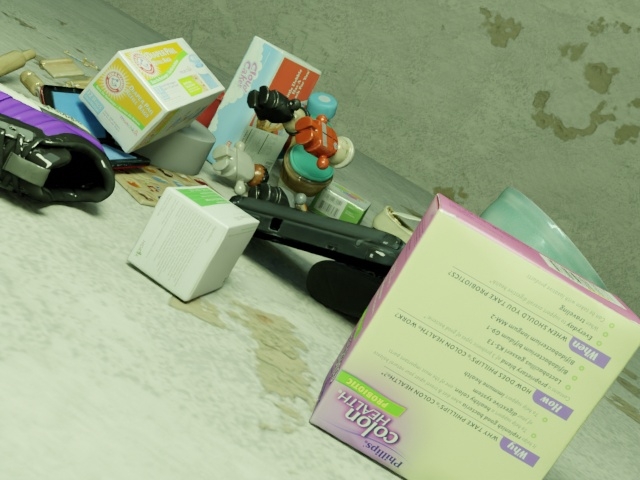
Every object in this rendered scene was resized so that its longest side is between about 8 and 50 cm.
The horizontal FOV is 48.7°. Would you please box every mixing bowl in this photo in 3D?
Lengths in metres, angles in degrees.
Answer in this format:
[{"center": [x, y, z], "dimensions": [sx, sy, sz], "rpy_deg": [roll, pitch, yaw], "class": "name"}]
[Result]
[{"center": [-0.291, -0.321, 1.666], "dimensions": [0.181, 0.098, 0.181], "rpy_deg": [29, 13, -7], "class": "mixing bowl"}]

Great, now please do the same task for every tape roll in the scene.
[{"center": [-0.301, -0.202, 1.272], "dimensions": [0.219, 0.072, 0.219], "rpy_deg": [29, 13, -7], "class": "tape roll"}]

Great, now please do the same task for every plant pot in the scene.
[{"center": [0.368, 0.073, 1.325], "dimensions": [0.293, 0.196, 0.293], "rpy_deg": [51, 5, -6], "class": "plant pot"}]

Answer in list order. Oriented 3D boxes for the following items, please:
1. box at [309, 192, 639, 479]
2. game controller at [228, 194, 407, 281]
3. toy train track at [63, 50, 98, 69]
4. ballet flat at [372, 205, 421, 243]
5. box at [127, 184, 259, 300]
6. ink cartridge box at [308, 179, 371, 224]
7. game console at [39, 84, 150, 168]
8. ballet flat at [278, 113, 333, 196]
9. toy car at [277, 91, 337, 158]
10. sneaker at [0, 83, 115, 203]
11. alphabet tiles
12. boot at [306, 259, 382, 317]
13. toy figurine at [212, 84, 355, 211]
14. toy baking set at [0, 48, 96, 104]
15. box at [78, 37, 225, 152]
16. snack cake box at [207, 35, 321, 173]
[{"center": [0.145, 0.115, 0.695], "dimensions": [0.214, 0.243, 0.117], "rpy_deg": [30, 13, 2], "class": "box"}, {"center": [0.000, 0.000, 1.008], "dimensions": [0.319, 0.067, 0.166], "rpy_deg": [16, -3, 31], "class": "game controller"}, {"center": [-0.563, -0.429, 1.669], "dimensions": [0.083, 0.014, 0.048], "rpy_deg": [26, 14, -14], "class": "toy train track"}, {"center": [0.239, -0.001, 1.659], "dimensions": [0.248, 0.086, 0.086], "rpy_deg": [32, 14, 5], "class": "ballet flat"}, {"center": [-0.143, 0.000, 0.809], "dimensions": [0.087, 0.102, 0.101], "rpy_deg": [34, 13, 10], "class": "box"}, {"center": [0.051, -0.082, 1.597], "dimensions": [0.109, 0.062, 0.209], "rpy_deg": [31, 13, 4], "class": "ink cartridge box"}, {"center": [-0.324, -0.164, 1.034], "dimensions": [0.124, 0.085, 0.144], "rpy_deg": [23, 15, 14], "class": "game console"}, {"center": [-0.039, -0.160, 1.518], "dimensions": [0.116, 0.124, 0.342], "rpy_deg": [29, 28, -14], "class": "ballet flat"}, {"center": [-0.109, -0.251, 1.705], "dimensions": [0.210, 0.219, 0.238], "rpy_deg": [37, 44, 23], "class": "toy car"}, {"center": [-0.346, -0.107, 0.769], "dimensions": [0.293, 0.102, 0.146], "rpy_deg": [14, 21, -49], "class": "sneaker"}, {"center": [-0.217, -0.069, 1.108], "dimensions": [0.198, 0.009, 0.237], "rpy_deg": [40, 17, 34], "class": "alphabet tiles"}, {"center": [0.110, 0.082, 1.057], "dimensions": [0.236, 0.085, 0.178], "rpy_deg": [25, 14, 11], "class": "boot"}, {"center": [-0.068, -0.151, 1.287], "dimensions": [0.213, 0.209, 0.148], "rpy_deg": [38, 9, 35], "class": "toy figurine"}, {"center": [-0.438, -0.249, 1.114], "dimensions": [0.197, 0.030, 0.256], "rpy_deg": [20, 31, 8], "class": "toy baking set"}, {"center": [-0.255, -0.229, 1.096], "dimensions": [0.114, 0.103, 0.203], "rpy_deg": [49, 26, -6], "class": "box"}, {"center": [-0.125, -0.265, 1.454], "dimensions": [0.089, 0.264, 0.152], "rpy_deg": [37, 15, 28], "class": "snack cake box"}]
